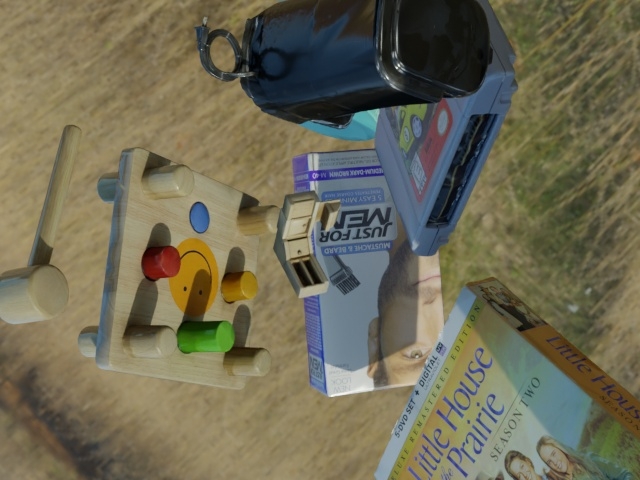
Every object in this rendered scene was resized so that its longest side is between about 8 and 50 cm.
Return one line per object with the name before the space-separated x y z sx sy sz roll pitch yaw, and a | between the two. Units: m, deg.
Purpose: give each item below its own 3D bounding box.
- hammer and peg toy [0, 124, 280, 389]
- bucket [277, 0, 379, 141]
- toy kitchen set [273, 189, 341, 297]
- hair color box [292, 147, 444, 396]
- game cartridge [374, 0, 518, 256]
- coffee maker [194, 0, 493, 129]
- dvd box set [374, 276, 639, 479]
hammer and peg toy | -0.186 0.024 1.137 0.127 0.266 0.361 -4 164 32
bucket | 0.024 -0.307 1.714 0.281 0.183 0.281 22 167 5
toy kitchen set | 0.000 0.000 1.025 0.083 0.068 0.075 105 146 -46
hair color box | 0.070 0.039 1.406 0.110 0.185 0.339 -171 76 -75
game cartridge | 0.129 -0.145 1.105 0.294 0.060 0.196 106 158 -50
coffee maker | 0.021 -0.152 0.801 0.178 0.171 0.120 -4 102 54
dvd box set | 0.251 0.283 1.036 0.420 0.062 0.308 45 127 35
